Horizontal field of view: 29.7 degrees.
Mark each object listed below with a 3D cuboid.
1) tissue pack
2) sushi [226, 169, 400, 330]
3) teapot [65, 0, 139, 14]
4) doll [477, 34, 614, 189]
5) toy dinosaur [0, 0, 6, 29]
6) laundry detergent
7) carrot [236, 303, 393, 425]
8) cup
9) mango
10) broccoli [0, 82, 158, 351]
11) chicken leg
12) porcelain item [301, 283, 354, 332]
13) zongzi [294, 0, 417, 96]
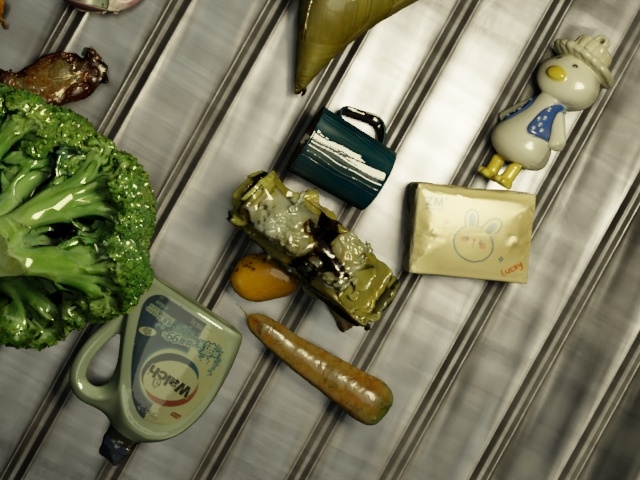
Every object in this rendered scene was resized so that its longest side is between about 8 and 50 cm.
[{"bbox_3d":[0.233,-0.013,1.918,0.196,0.092,0.148,5,92,-6],"label":"tissue pack"},{"bbox_3d":[-0.001,0.000,1.823,0.291,0.131,0.139,39,80,1],"label":"sushi"},{"bbox_3d":[-0.337,-0.419,1.842,0.116,0.148,0.146,25,103,28],"label":"teapot"},{"bbox_3d":[0.362,-0.210,1.912,0.293,0.138,0.119,-50,132,-1],"label":"doll"},{"bbox_3d":[-0.496,-0.372,1.832,0.026,0.041,0.113,-24,135,-21],"label":"toy dinosaur"},{"bbox_3d":[-0.271,0.211,1.866,0.215,0.105,0.280,35,90,-7],"label":"laundry detergent"},{"bbox_3d":[-0.015,0.189,1.914,0.298,0.078,0.078,36,88,-4],"label":"carrot"},{"bbox_3d":[0.044,-0.139,1.881,0.138,0.113,0.150,30,91,-9],"label":"cup"},{"bbox_3d":[-0.087,0.059,1.893,0.114,0.057,0.079,4,109,15],"label":"mango"},{"bbox_3d":[-0.400,-0.030,1.742,0.321,0.310,0.413,-3,114,-18],"label":"broccoli"},{"bbox_3d":[-0.453,-0.251,1.851,0.253,0.051,0.106,3,86,-6],"label":"chicken leg"},{"bbox_3d":[-0.002,0.049,1.914,0.084,0.054,0.213,-29,96,-4],"label":"porcelain item"},{"bbox_3d":[0.071,-0.346,1.880,0.228,0.115,0.256,2,98,-11],"label":"zongzi"}]
